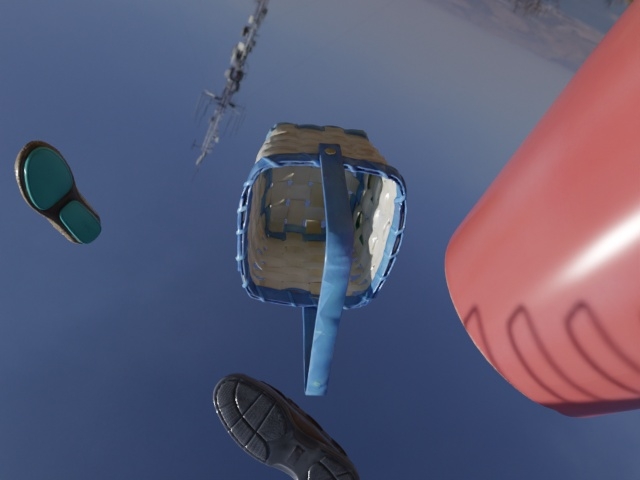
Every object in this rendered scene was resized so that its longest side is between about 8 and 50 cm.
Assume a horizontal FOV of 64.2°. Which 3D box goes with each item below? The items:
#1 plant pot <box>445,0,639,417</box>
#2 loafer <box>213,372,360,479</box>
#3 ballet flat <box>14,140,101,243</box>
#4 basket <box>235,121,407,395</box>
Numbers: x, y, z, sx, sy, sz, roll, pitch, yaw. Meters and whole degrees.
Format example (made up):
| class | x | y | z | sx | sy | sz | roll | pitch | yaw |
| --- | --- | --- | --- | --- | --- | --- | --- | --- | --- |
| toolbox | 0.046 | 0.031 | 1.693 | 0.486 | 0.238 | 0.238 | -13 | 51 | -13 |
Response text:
| class | x | y | z | sx | sy | sz | roll | pitch | yaw |
| --- | --- | --- | --- | --- | --- | --- | --- | --- | --- |
| plant pot | 0.244 | -0.005 | 0.380 | 0.274 | 0.243 | 0.275 | 20 | -134 | -22 |
| loafer | -0.061 | 0.343 | 0.907 | 0.302 | 0.109 | 0.095 | 39 | -177 | 1 |
| ballet flat | -0.366 | -0.065 | 0.692 | 0.067 | 0.206 | 0.073 | 31 | -119 | 17 |
| basket | 0.000 | 0.000 | 0.610 | 0.201 | 0.255 | 0.289 | 6 | -137 | -4 |
